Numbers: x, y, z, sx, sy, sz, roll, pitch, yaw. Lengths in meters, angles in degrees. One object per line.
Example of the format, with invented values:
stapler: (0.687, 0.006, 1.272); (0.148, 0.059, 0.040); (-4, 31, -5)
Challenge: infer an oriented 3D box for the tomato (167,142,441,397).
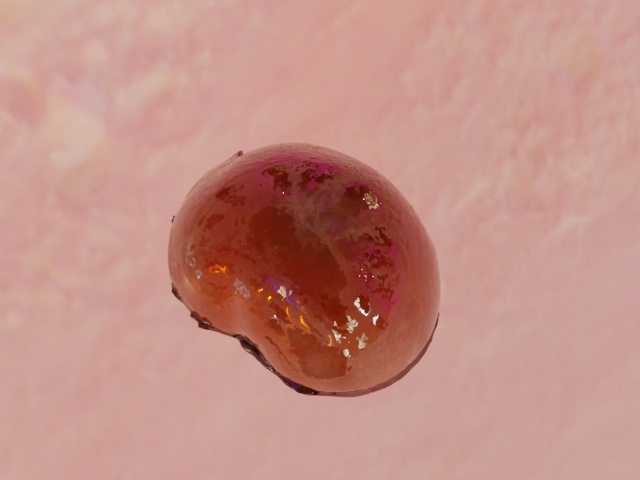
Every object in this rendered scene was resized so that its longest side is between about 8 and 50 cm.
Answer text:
tomato: (0.000, 0.000, 1.404); (0.228, 0.112, 0.199); (32, 59, 5)
